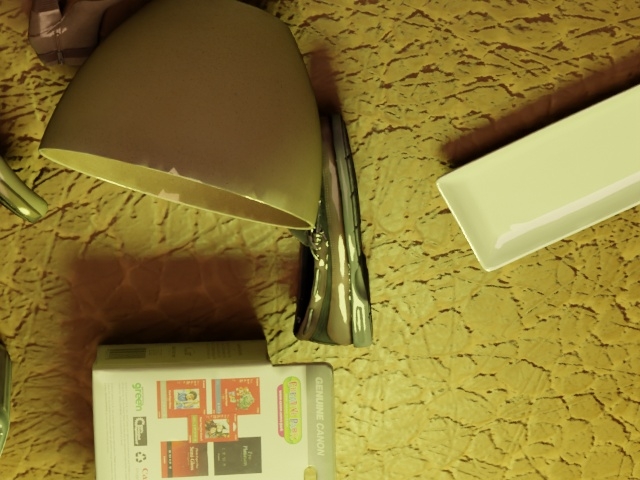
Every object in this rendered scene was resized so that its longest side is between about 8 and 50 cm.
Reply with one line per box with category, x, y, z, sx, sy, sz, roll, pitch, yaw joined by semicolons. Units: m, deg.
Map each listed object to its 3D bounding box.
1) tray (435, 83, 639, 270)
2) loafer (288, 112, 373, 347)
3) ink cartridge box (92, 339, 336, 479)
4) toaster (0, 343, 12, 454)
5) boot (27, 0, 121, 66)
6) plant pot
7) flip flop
tray;0.275;-0.077;1.882;0.270;0.030;0.145;-25;121;11
loafer;0.000;0.000;1.865;0.095;0.109;0.302;-6;126;3
ink cartridge box;-0.120;0.278;1.950;0.272;0.130;0.309;-1;99;-4
toaster;-0.426;0.200;1.927;0.129;0.146;0.227;19;120;-17
boot;-0.242;-0.221;1.737;0.118;0.042;0.087;-6;130;0
plant pot;-0.118;-0.139;1.691;0.284;0.284;0.191;17;84;-16
flip flop;-0.364;-0.133;1.751;0.080;0.112;0.277;-43;117;-8
